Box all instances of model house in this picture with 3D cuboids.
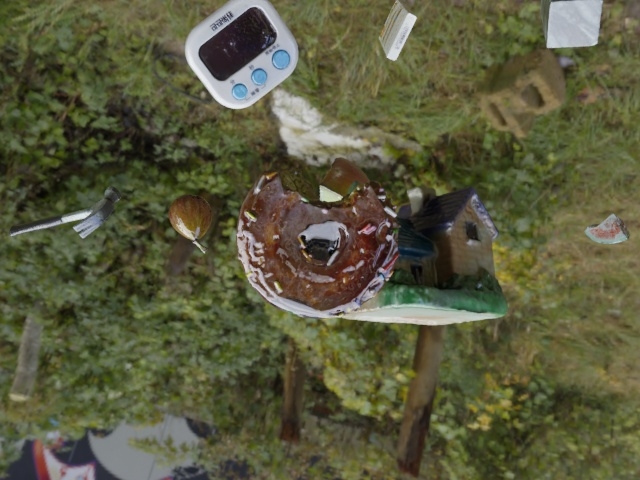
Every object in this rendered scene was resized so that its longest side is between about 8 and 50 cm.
[{"bbox_3d":[0.190,0.015,1.340,0.312,0.280,0.245,9,164,-37],"label":"model house"}]

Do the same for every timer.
[{"bbox_3d":[-0.200,-0.485,1.721,0.237,0.262,0.087,53,178,-22],"label":"timer"}]

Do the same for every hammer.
[{"bbox_3d":[-0.477,-0.033,1.214,0.246,0.103,0.029,-11,129,25],"label":"hammer"}]

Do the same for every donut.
[{"bbox_3d":[-0.001,0.000,0.956,0.230,0.216,0.096,-4,-169,5],"label":"donut"}]

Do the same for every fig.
[{"bbox_3d":[-0.259,-0.031,1.359,0.088,0.125,0.089,-12,145,-8],"label":"fig"}]

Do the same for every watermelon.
[{"bbox_3d":[0.564,-0.028,1.317,0.085,0.085,0.061,6,119,21],"label":"watermelon"}]

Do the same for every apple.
[{"bbox_3d":[0.081,-0.092,1.895,0.179,0.254,0.346,-24,149,-9],"label":"apple"}]

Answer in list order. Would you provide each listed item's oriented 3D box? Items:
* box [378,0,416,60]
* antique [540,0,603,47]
[{"bbox_3d":[0.199,-0.557,1.764,0.032,0.220,0.122,20,117,-12],"label":"box"},{"bbox_3d":[0.449,-0.428,1.216,0.088,0.183,0.086,0,130,12],"label":"antique"}]
